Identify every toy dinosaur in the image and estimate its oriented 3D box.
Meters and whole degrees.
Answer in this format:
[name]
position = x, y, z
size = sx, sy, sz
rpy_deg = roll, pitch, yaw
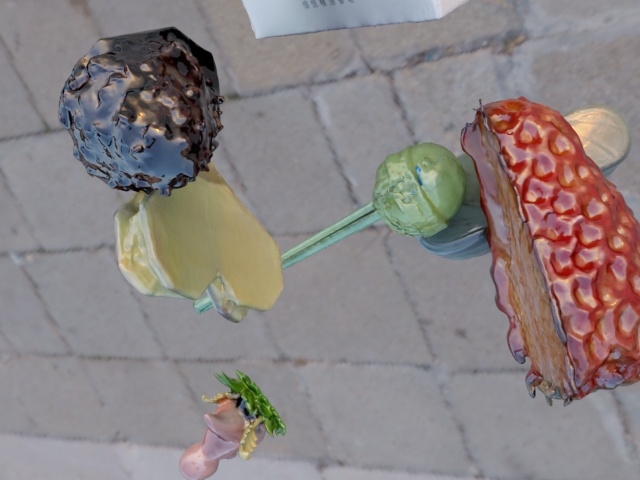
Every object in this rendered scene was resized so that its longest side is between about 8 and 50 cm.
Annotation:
[toy dinosaur]
position = -0.168, 0.307, 2.035
size = 0.152, 0.177, 0.194
rpy_deg = 51, 164, 8

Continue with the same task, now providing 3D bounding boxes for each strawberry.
[strawberry]
position = 0.238, 0.016, 1.157
size = 0.253, 0.150, 0.280
rpy_deg = 81, 174, -70

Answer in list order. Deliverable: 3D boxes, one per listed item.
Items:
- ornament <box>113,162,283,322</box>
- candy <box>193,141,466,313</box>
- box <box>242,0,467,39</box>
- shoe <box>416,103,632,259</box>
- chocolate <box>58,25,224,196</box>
[ornament]
position = -0.120, -0.018, 1.194
size = 0.059, 0.201, 0.180
rpy_deg = -20, 67, 27
[candy]
position = 0.000, 0.000, 1.285
size = 0.335, 0.092, 0.093
rpy_deg = -27, 97, 21
[box]
position = 0.064, -0.269, 1.088
size = 0.260, 0.194, 0.111
rpy_deg = 2, 123, 52
[shoe]
position = 0.214, -0.054, 1.319
size = 0.103, 0.251, 0.100
rpy_deg = 61, 180, 25
[chocolate]
position = -0.133, -0.094, 1.050
size = 0.133, 0.156, 0.156
rpy_deg = 37, 147, 55
